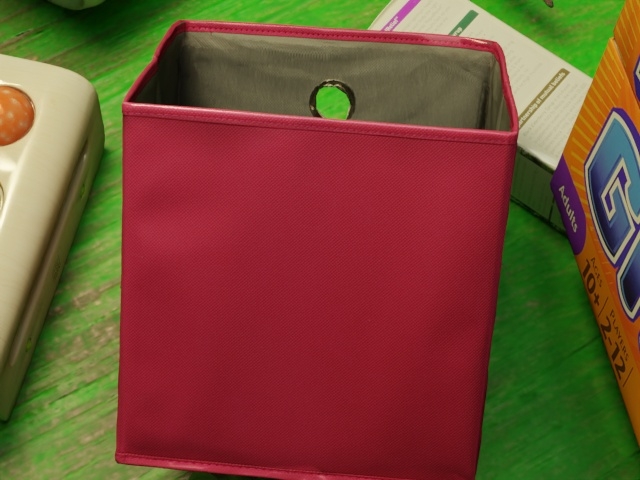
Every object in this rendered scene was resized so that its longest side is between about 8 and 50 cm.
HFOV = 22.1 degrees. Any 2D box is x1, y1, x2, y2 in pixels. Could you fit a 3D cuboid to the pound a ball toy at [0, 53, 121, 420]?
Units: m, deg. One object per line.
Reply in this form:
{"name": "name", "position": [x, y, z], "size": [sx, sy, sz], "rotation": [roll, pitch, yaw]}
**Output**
{"name": "pound a ball toy", "position": [-0.230, -0.024, 1.311], "size": [0.208, 0.135, 0.319], "rotation": [12, 64, 7]}

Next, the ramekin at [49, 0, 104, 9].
{"name": "ramekin", "position": [-0.237, -0.293, 1.419], "size": [0.207, 0.207, 0.109], "rotation": [32, 76, 16]}

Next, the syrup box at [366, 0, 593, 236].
{"name": "syrup box", "position": [0.150, -0.113, 1.378], "size": [0.237, 0.093, 0.096], "rotation": [36, 69, 18]}

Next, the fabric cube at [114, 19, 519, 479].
{"name": "fabric cube", "position": [0.000, 0.000, 1.175], "size": [0.254, 0.258, 0.259], "rotation": [4, 20, 3]}

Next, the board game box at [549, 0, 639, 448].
{"name": "board game box", "position": [0.406, -0.014, 1.084], "size": [0.357, 0.356, 0.356], "rotation": [-5, 56, -13]}

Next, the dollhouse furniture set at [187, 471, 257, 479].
{"name": "dollhouse furniture set", "position": [-0.023, 0.209, 1.248], "size": [0.144, 0.123, 0.151], "rotation": [33, 102, 16]}

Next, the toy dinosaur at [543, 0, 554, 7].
{"name": "toy dinosaur", "position": [0.136, -0.348, 1.442], "size": [0.127, 0.200, 0.295], "rotation": [-7, 63, -3]}
